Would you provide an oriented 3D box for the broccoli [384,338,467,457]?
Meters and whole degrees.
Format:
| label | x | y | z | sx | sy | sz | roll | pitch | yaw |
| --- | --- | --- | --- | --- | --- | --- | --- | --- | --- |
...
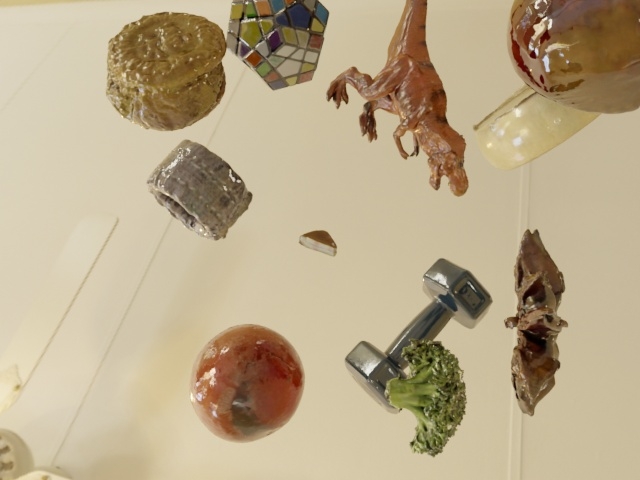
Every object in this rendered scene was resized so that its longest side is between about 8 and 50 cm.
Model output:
| label | x | y | z | sx | sy | sz | roll | pitch | yaw |
| --- | --- | --- | --- | --- | --- | --- | --- | --- | --- |
| broccoli | 0.109 | 0.163 | 0.525 | 0.092 | 0.097 | 0.095 | 4 | -150 | -5 |

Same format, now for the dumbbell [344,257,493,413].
| label | x | y | z | sx | sy | sz | roll | pitch | yaw |
| --- | --- | --- | --- | --- | --- | --- | --- | --- | --- |
| dumbbell | 0.199 | 0.189 | 1.018 | 0.316 | 0.156 | 0.143 | -44 | -115 | -12 |

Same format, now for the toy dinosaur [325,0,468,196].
| label | x | y | z | sx | sy | sz | roll | pitch | yaw |
| --- | --- | --- | --- | --- | --- | --- | --- | --- | --- |
| toy dinosaur | 0.116 | -0.264 | 0.802 | 0.208 | 0.097 | 0.432 | -15 | -94 | 37 |

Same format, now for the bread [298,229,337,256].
| label | x | y | z | sx | sy | sz | roll | pitch | yaw |
| --- | --- | --- | --- | --- | --- | --- | --- | --- | --- |
| bread | 0.000 | 0.000 | 1.348 | 0.109 | 0.043 | 0.062 | 18 | -140 | 9 |

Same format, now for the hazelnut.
| label | x | y | z | sx | sy | sz | roll | pitch | yaw |
| --- | --- | --- | --- | --- | --- | --- | --- | --- | --- |
| hazelnut | 0.358 | -0.271 | 0.619 | 0.251 | 0.217 | 0.217 | -9 | -125 | 4 |

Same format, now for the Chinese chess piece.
| label | x | y | z | sx | sy | sz | roll | pitch | yaw |
| --- | --- | --- | --- | --- | --- | --- | --- | --- | --- |
| Chinese chess piece | 0.542 | -0.316 | 1.233 | 0.338 | 0.338 | 0.140 | -41 | -85 | -15 |

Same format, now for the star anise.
| label | x | y | z | sx | sy | sz | roll | pitch | yaw |
| --- | --- | --- | --- | --- | --- | --- | --- | --- | --- |
| star anise | 0.330 | 0.127 | 0.775 | 0.088 | 0.288 | 0.288 | 5 | -123 | 19 |

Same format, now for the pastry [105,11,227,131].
| label | x | y | z | sx | sy | sz | roll | pitch | yaw |
| --- | --- | --- | --- | --- | --- | --- | --- | --- | --- |
| pastry | -0.127 | -0.142 | 0.422 | 0.109 | 0.057 | 0.097 | -38 | -116 | -20 |

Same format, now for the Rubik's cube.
| label | x | y | z | sx | sy | sz | roll | pitch | yaw |
| --- | --- | --- | --- | --- | --- | --- | --- | --- | --- |
| Rubik's cube | -0.043 | -0.207 | 0.502 | 0.111 | 0.111 | 0.093 | -18 | -107 | 1 |

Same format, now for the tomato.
| label | x | y | z | sx | sy | sz | roll | pitch | yaw |
| --- | --- | --- | --- | --- | --- | --- | --- | --- | --- |
| tomato | -0.130 | 0.258 | 0.905 | 0.208 | 0.208 | 0.184 | -38 | -165 | -13 |

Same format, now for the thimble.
| label | x | y | z | sx | sy | sz | roll | pitch | yaw |
| --- | --- | --- | --- | --- | --- | --- | --- | --- | --- |
| thimble | -0.188 | -0.076 | 0.781 | 0.150 | 0.150 | 0.098 | 28 | -110 | 28 |
